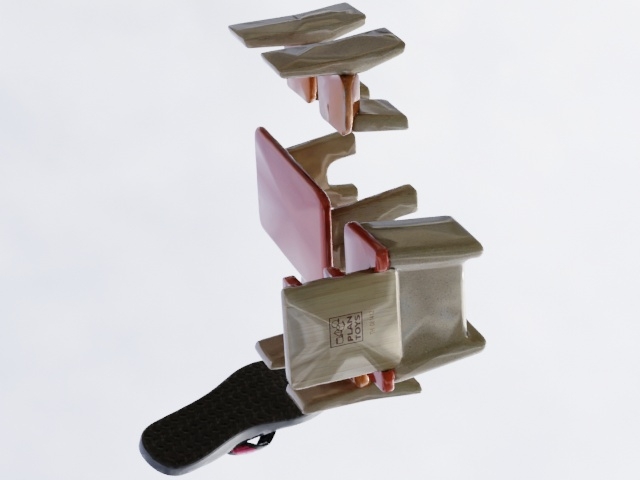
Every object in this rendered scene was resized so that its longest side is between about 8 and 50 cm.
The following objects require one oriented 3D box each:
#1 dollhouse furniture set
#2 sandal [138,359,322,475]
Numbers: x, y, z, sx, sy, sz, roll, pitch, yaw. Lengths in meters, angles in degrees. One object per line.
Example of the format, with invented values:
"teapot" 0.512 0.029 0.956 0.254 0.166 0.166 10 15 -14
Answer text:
"dollhouse furniture set" 0.000 0.000 1.326 0.135 0.262 0.259 -11 -155 -17
"sandal" -0.069 0.144 1.551 0.179 0.040 0.067 -23 -128 -34
